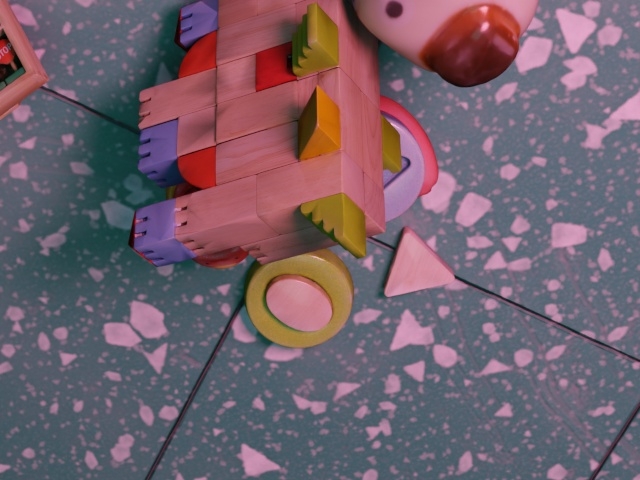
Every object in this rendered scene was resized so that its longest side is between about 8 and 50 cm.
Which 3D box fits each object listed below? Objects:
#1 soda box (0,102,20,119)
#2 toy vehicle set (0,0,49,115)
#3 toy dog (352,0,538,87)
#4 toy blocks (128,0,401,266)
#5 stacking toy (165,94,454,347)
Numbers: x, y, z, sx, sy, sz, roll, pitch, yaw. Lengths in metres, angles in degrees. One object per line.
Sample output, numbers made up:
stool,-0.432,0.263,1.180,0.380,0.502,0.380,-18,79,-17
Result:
soda box,-0.419,-0.132,1.800,0.181,0.058,0.061,-33,109,13
toy vehicle set,-0.439,-0.169,1.749,0.267,0.035,0.166,-34,75,12
toy dog,0.194,-0.354,1.610,0.408,0.284,0.395,-43,145,4
toy blocks,-0.074,-0.123,1.689,0.261,0.381,0.191,-14,149,24
stacking toy,0.000,0.000,1.824,0.309,0.130,0.279,-22,111,9
